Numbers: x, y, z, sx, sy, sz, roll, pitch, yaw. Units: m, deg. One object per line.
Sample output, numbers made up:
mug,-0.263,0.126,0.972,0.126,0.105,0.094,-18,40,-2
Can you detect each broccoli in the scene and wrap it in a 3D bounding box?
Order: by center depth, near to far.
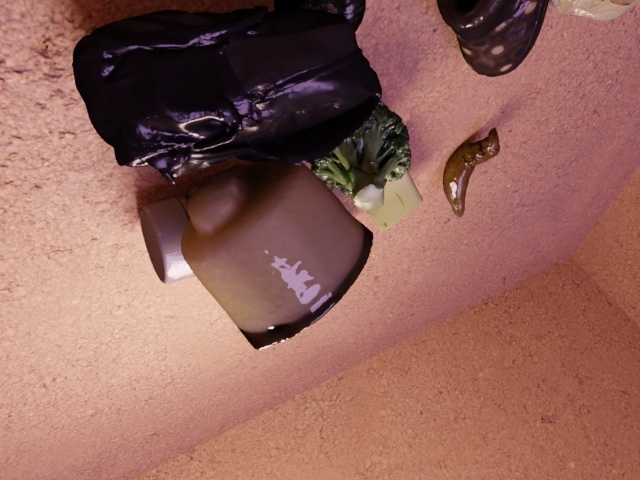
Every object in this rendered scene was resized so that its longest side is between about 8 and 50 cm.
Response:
broccoli,0.090,-0.188,1.259,0.270,0.270,0.270,-3,139,-3

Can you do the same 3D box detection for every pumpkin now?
pumpkin,0.000,-0.419,0.958,0.167,0.125,0.167,-26,160,-10

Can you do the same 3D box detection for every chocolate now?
chocolate,-0.101,-0.013,1.013,0.314,0.297,0.326,-40,-164,-6

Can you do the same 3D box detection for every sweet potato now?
sweet potato,0.457,-0.226,1.692,0.098,0.124,0.310,-18,140,-49

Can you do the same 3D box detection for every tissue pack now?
tissue pack,0.180,-0.147,1.529,0.159,0.125,0.234,-37,151,6

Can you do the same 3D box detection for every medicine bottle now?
medicine bottle,-0.214,-0.034,1.224,0.340,0.208,0.208,-17,147,-27

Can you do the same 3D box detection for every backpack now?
backpack,-0.126,-0.234,0.848,0.446,0.363,0.254,-13,110,-8

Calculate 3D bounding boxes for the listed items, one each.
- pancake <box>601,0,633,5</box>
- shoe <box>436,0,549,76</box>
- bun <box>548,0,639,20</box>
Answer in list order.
pancake,0.513,-0.595,1.001,0.356,0.356,0.065,-18,179,-26
shoe,0.352,-0.497,1.137,0.237,0.171,0.384,-29,149,-22
bun,0.615,-0.582,1.209,0.259,0.259,0.160,-24,136,-16
